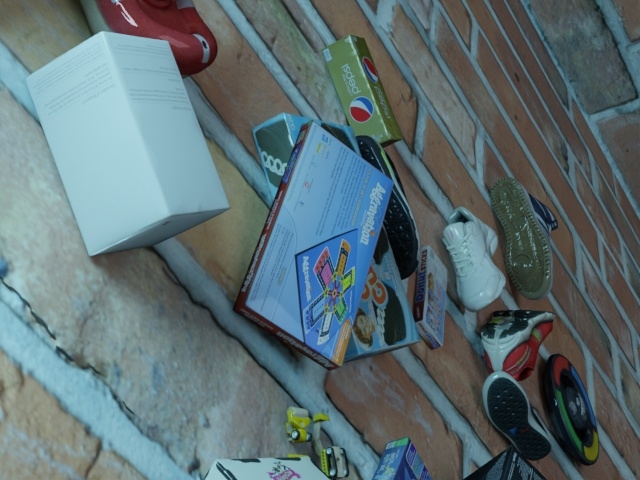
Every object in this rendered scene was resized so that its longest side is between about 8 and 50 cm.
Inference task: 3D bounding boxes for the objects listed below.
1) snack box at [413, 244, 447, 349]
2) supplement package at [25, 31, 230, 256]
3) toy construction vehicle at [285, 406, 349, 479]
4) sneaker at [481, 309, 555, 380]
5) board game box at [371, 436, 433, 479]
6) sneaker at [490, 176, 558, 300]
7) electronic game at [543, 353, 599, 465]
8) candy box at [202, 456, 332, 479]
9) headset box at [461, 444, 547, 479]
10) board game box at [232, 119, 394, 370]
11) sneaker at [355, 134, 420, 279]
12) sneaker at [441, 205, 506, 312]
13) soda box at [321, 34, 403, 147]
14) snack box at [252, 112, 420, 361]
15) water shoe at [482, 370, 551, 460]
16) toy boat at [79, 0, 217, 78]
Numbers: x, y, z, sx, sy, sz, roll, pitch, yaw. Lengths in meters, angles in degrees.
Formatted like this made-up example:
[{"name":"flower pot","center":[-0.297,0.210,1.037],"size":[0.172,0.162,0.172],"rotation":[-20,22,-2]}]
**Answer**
[{"name":"snack box","center":[0.177,0.088,1.484],"size":[0.064,0.022,0.178],"rotation":[52,30,-29]},{"name":"supplement package","center":[-0.180,-0.089,0.875],"size":[0.105,0.105,0.179],"rotation":[-12,80,-64]},{"name":"toy construction vehicle","center":[-0.013,0.236,1.022],"size":[0.085,0.035,0.098],"rotation":[15,54,-44]},{"name":"sneaker","center":[0.352,0.192,1.677],"size":[0.279,0.107,0.118],"rotation":[-15,102,-60]},{"name":"board game box","center":[0.102,0.354,1.132],"size":[0.136,0.035,0.201],"rotation":[62,27,-12]},{"name":"sneaker","center":[0.452,0.010,1.963],"size":[0.153,0.099,0.282],"rotation":[29,43,-48]},{"name":"electronic game","center":[0.510,0.340,1.876],"size":[0.229,0.048,0.229],"rotation":[41,38,-42]},{"name":"candy box","center":[0.006,0.294,0.829],"size":[0.233,0.071,0.159],"rotation":[39,11,33]},{"name":"headset box","center":[0.302,0.454,1.224],"size":[0.293,0.110,0.218],"rotation":[45,29,-2]},{"name":"board game box","center":[0.000,0.000,1.115],"size":[0.145,0.027,0.281],"rotation":[34,53,-22]},{"name":"sneaker","center":[0.105,-0.055,1.393],"size":[0.097,0.084,0.235],"rotation":[7,64,-61]},{"name":"sneaker","center":[0.252,0.028,1.616],"size":[0.115,0.090,0.232],"rotation":[45,25,-26]},{"name":"soda box","center":[0.067,-0.233,1.487],"size":[0.061,0.058,0.181],"rotation":[-13,82,-63]},{"name":"snack box","center":[0.025,-0.003,1.232],"size":[0.187,0.060,0.322],"rotation":[-1,71,-60]},{"name":"water shoe","center":[0.320,0.288,1.567],"size":[0.203,0.073,0.080],"rotation":[58,7,-26]},{"name":"toy boat","center":[-0.171,-0.290,0.991],"size":[0.151,0.151,0.231],"rotation":[-21,89,-63]}]
